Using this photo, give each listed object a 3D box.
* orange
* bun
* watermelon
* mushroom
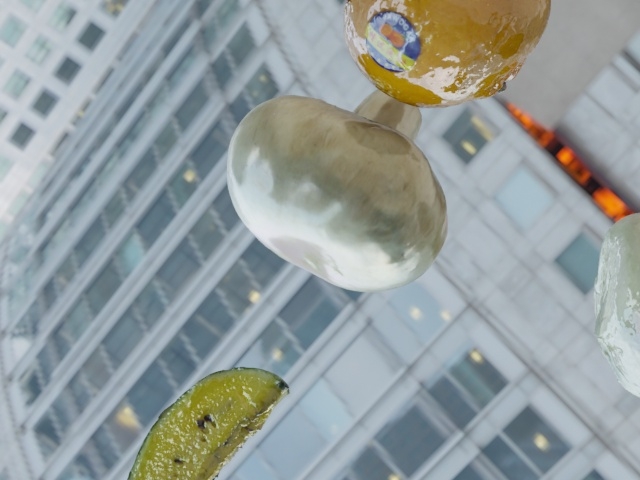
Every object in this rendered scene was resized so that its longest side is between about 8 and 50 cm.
[{"bbox_3d":[0.132,-0.238,1.379,0.193,0.219,0.219,35,-157,4],"label":"orange"},{"bbox_3d":[0.501,0.128,1.901,0.361,0.213,0.361,43,-165,-15],"label":"bun"},{"bbox_3d":[-0.162,0.283,1.795,0.123,0.301,0.129,40,180,-17],"label":"watermelon"},{"bbox_3d":[0.036,-0.077,1.488,0.260,0.234,0.254,42,158,-27],"label":"mushroom"}]
